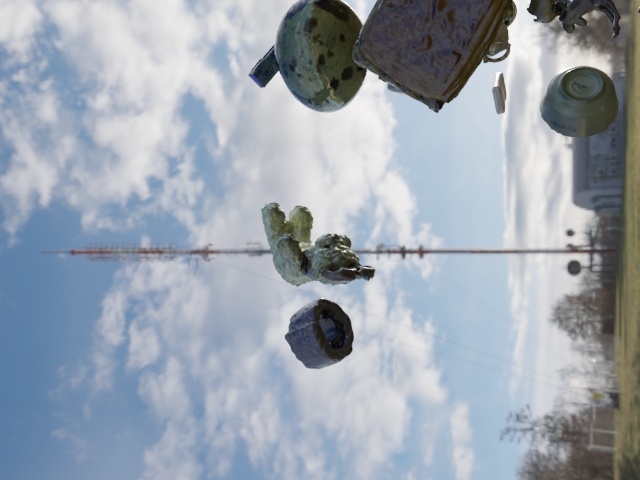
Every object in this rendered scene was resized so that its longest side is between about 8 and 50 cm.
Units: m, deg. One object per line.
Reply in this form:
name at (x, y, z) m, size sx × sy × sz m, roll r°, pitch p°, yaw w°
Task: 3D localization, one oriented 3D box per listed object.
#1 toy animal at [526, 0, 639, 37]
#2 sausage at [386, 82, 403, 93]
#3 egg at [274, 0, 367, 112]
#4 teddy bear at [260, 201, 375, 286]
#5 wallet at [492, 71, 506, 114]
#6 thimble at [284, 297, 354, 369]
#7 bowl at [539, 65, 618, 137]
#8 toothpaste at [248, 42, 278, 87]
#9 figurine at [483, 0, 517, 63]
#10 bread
toy animal at (0.560, -0.500, 1.332) m, size 0.186 × 0.214 × 0.094 m, roll 54°, pitch -164°, yaw 22°
sausage at (0.295, -0.531, 2.135) m, size 0.125 × 0.117 × 0.317 m, roll -65°, pitch 16°, yaw 6°
egg at (0.006, -0.561, 1.968) m, size 0.379 × 0.288 × 0.287 m, roll 86°, pitch -158°, yaw -43°
teddy bear at (0.000, 0.000, 2.162) m, size 0.327 × 0.362 × 0.375 m, roll 6°, pitch -112°, yaw -38°
wallet at (0.561, -0.462, 2.017) m, size 0.190 × 0.033 × 0.095 m, roll -59°, pitch -42°, yaw -58°
thimble at (-0.001, 0.214, 1.463) m, size 0.150 × 0.098 × 0.150 m, roll 27°, pitch -130°, yaw -37°
bowl at (0.726, -0.405, 1.800) m, size 0.112 × 0.212 × 0.211 m, roll 58°, pitch -141°, yaw -62°
toothpaste at (-0.125, -0.620, 2.109) m, size 0.066 × 0.053 × 0.272 m, roll 43°, pitch -101°, yaw -26°
figurine at (0.423, -0.509, 1.578) m, size 0.132 × 0.132 × 0.153 m, roll 49°, pitch -142°, yaw -52°
bread at (0.258, -0.471, 1.402) m, size 0.167 × 0.277 × 0.324 m, roll -27°, pitch -30°, yaw -56°
